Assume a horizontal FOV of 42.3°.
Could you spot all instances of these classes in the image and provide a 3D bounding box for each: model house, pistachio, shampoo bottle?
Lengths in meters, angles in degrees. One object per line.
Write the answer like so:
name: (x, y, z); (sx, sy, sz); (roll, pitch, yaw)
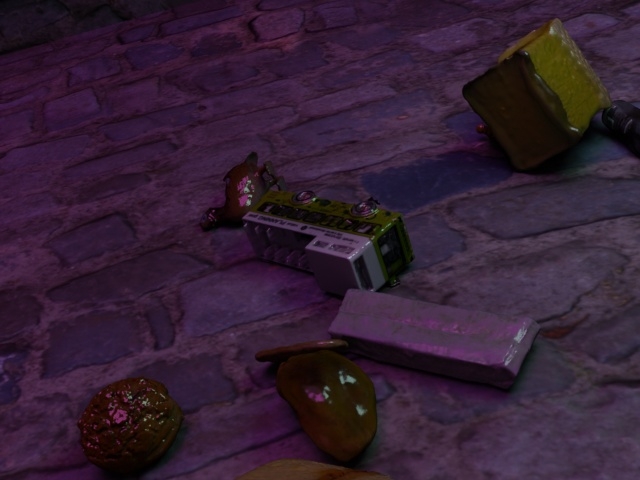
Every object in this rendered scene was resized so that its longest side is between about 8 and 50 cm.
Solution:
model house: (0.406, -0.273, 1.456); (0.234, 0.193, 0.175); (-40, 5, -30)
pistachio: (0.011, 0.199, 1.074); (0.110, 0.100, 0.189); (-27, 33, -13)
shampoo bottle: (0.553, -0.177, 1.406); (0.063, 0.057, 0.207); (-20, 32, -3)

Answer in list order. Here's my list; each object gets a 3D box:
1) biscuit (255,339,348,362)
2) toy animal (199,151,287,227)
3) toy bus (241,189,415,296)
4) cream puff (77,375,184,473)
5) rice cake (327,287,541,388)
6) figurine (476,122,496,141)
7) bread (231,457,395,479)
biscuit: (-0.028, 0.158, 1.177); (0.147, 0.071, 0.018); (-13, 75, 31)
toy animal: (-0.159, -0.100, 1.623); (0.179, 0.089, 0.188); (-26, 36, 15)
toy bus: (0.000, 0.000, 1.372); (0.302, 0.113, 0.139); (13, 44, 43)
cream puff: (-0.265, 0.248, 1.133); (0.126, 0.103, 0.144); (19, 54, 41)
rice cake: (0.147, 0.133, 1.152); (0.298, 0.050, 0.106); (7, 40, 33)
figurine: (0.357, -0.231, 1.578); (0.101, 0.068, 0.143); (8, 28, 42)
bread: (0.017, 0.338, 0.935); (0.240, 0.135, 0.178); (6, 6, 33)
